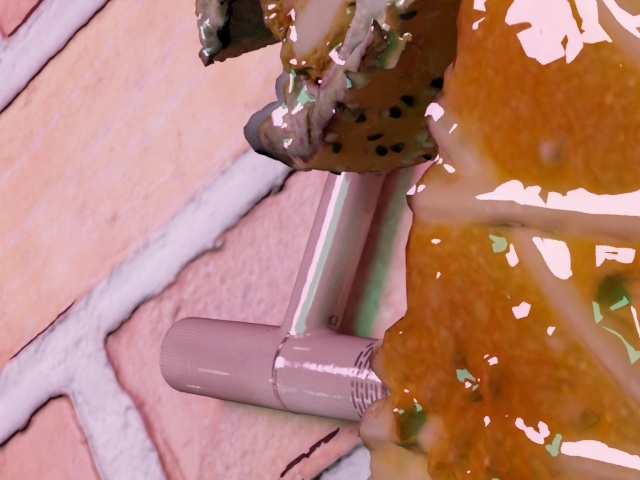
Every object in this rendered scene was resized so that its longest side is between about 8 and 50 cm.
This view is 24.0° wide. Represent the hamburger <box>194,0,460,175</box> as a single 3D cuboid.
[{"bbox_3d":[0.066,-0.158,0.813,0.288,0.192,0.167,-57,43,46],"label":"hamburger"}]

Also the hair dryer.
[{"bbox_3d":[-0.009,-0.004,0.932,0.195,0.054,0.220,2,85,41],"label":"hair dryer"}]

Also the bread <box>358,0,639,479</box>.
[{"bbox_3d":[0.245,0.021,0.532,0.390,0.279,0.371,30,118,39],"label":"bread"}]
